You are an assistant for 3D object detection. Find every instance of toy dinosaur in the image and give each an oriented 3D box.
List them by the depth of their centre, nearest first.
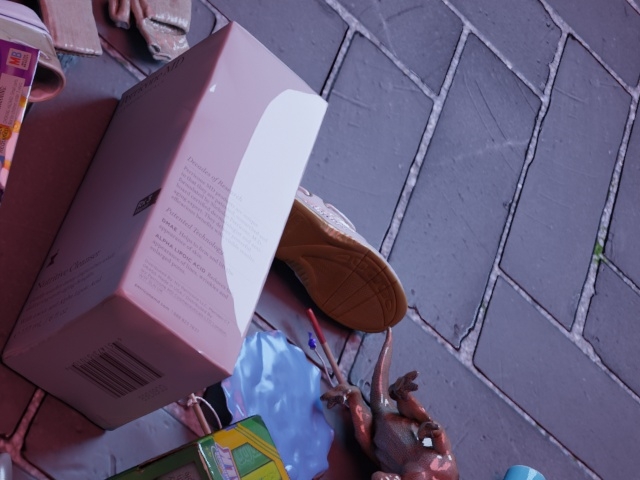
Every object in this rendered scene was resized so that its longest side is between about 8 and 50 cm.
[{"bbox_3d":[0.107,0.254,2.032,0.200,0.127,0.296,49,14,-52],"label":"toy dinosaur"}]

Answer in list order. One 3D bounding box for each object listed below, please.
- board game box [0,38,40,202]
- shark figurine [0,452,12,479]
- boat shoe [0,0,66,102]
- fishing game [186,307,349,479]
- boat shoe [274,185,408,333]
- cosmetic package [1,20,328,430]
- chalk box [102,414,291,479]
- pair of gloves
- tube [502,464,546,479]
[{"bbox_3d":[-0.409,-0.122,1.604,0.275,0.142,0.144,14,71,-10],"label":"board game box"},{"bbox_3d":[-0.288,0.336,1.502,0.166,0.116,0.278,-24,121,-71],"label":"shark figurine"},{"bbox_3d":[-0.379,-0.199,1.774,0.302,0.109,0.094,0,40,-47],"label":"boat shoe"},{"bbox_3d":[-0.051,0.192,1.971,0.264,0.041,0.189,-40,107,-53],"label":"fishing game"},{"bbox_3d":[0.000,0.000,2.076,0.277,0.098,0.096,44,17,-29],"label":"boat shoe"},{"bbox_3d":[-0.154,-0.018,1.846,0.156,0.217,0.385,38,46,-25],"label":"cosmetic package"},{"bbox_3d":[-0.131,0.288,1.650,0.180,0.179,0.289,66,12,3],"label":"chalk box"},{"bbox_3d":[-0.250,-0.294,2.017,0.240,0.042,0.204,-5,70,-48],"label":"pair of gloves"},{"bbox_3d":[0.217,0.368,2.143,0.080,0.052,0.207,36,54,-13],"label":"tube"}]
